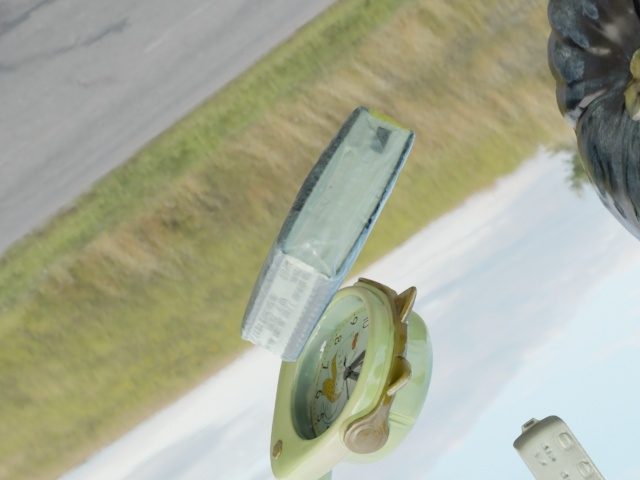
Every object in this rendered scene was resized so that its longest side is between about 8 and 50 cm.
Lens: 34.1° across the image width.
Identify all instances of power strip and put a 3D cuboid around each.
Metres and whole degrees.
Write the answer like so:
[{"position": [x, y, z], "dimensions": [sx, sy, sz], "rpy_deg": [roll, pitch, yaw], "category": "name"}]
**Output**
[{"position": [0.294, 0.298, 1.103], "dimensions": [0.060, 0.253, 0.027], "rpy_deg": [-33, 173, -8], "category": "power strip"}]

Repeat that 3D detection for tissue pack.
[{"position": [0.000, 0.000, 1.072], "dimensions": [0.185, 0.081, 0.257], "rpy_deg": [-60, 178, -26], "category": "tissue pack"}]

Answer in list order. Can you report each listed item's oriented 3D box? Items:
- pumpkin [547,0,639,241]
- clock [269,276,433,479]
[{"position": [0.329, -0.144, 0.760], "dimensions": [0.266, 0.364, 0.363], "rpy_deg": [-14, 176, -13], "category": "pumpkin"}, {"position": [0.054, 0.206, 1.551], "dimensions": [0.348, 0.117, 0.286], "rpy_deg": [-41, -146, 48], "category": "clock"}]
